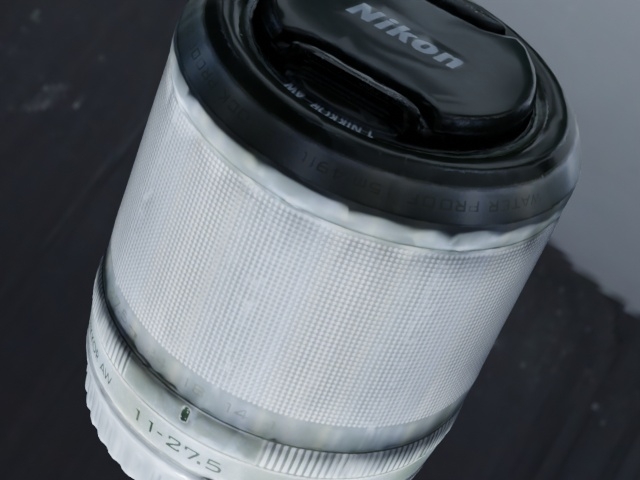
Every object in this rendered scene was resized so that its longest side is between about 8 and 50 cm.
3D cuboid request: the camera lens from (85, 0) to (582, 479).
[{"bbox_3d":[0.000,0.000,0.927,0.219,0.219,0.274,29,126,10],"label":"camera lens"}]
